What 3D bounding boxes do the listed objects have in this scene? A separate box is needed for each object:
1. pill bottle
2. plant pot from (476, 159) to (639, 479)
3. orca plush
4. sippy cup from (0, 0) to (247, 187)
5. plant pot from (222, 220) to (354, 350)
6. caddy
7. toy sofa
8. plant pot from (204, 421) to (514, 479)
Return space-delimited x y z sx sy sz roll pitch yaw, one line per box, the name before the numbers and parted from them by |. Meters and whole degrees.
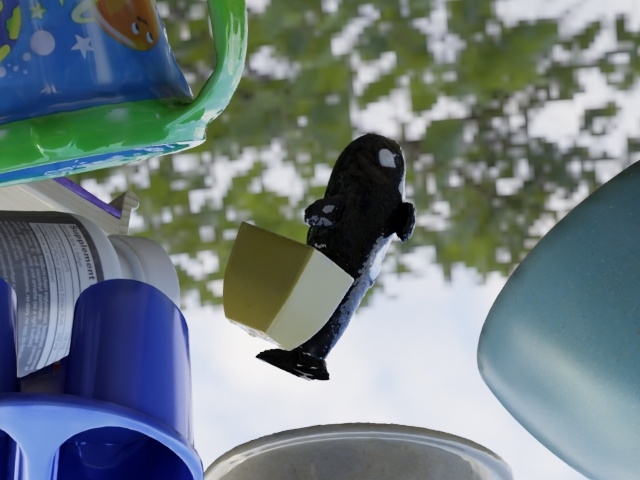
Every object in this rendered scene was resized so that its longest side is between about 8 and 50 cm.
pill bottle | -0.295 0.058 1.873 0.318 0.176 0.176 2 -169 -40
plant pot | 0.281 0.084 1.359 0.290 0.290 0.195 -17 -125 -27
orca plush | 0.000 0.000 2.140 0.151 0.102 0.287 21 -102 51
sippy cup | -0.221 -0.162 1.521 0.305 0.224 0.240 -12 180 -13
plant pot | -0.037 0.045 1.707 0.081 0.083 0.081 20 169 33
caddy | -0.213 0.169 1.480 0.241 0.341 0.179 3 -124 -9
toy sofa | -0.418 -0.089 2.570 0.150 0.362 0.177 -31 -140 36
plant pot | 0.041 0.392 2.035 0.334 0.334 0.305 -4 -119 5
